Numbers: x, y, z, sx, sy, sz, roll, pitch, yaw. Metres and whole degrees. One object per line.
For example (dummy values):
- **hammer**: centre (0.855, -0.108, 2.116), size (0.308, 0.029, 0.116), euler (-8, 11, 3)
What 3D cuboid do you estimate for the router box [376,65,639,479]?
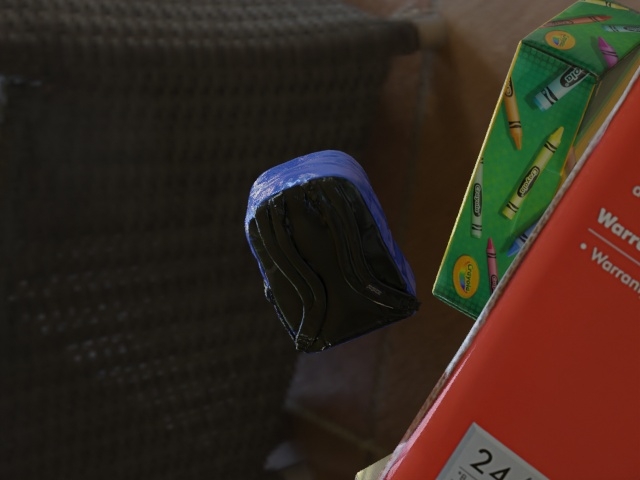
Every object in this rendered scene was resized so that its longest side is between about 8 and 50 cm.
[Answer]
- **router box**: centre (0.181, -0.057, 0.454), size (0.082, 0.335, 0.301), euler (37, 112, 17)

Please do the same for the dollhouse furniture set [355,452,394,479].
- **dollhouse furniture set**: centre (0.099, 0.262, 1.150), size (0.242, 0.212, 0.161), euler (60, -178, -31)

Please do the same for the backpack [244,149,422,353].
- **backpack**: centre (0.000, 0.000, 1.106), size (0.098, 0.101, 0.120), euler (-25, 114, 6)

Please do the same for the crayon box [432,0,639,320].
- **crayon box**: centre (0.207, -0.073, 1.489), size (0.081, 0.165, 0.278), euler (28, 125, 18)
